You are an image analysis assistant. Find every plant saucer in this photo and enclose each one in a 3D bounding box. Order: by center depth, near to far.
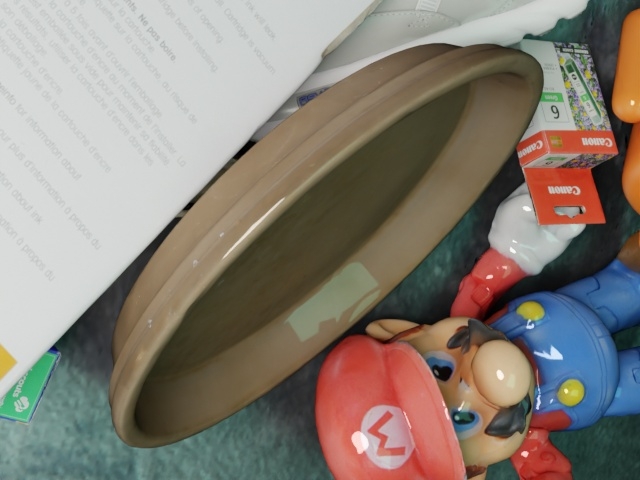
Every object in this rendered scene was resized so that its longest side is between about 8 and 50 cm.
[{"bbox_3d":[0.000,0.000,0.578,0.278,0.041,0.278,-39,165,-12],"label":"plant saucer"}]

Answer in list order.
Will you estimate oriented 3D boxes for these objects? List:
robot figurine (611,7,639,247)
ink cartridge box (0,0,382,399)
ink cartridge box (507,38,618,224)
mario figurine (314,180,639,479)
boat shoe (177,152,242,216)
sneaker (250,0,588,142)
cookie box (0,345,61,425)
[{"bbox_3d":[0.273,-0.081,0.748,0.128,0.158,0.219,63,41,-60],"label":"robot figurine"},{"bbox_3d":[-0.147,-0.133,0.463,0.303,0.072,0.307,52,59,-20],"label":"ink cartridge box"},{"bbox_3d":[0.153,-0.068,0.719,0.063,0.029,0.115,-2,73,-33],"label":"ink cartridge box"},{"bbox_3d":[0.143,0.078,0.700,0.320,0.198,0.170,-15,126,-33],"label":"mario figurine"},{"bbox_3d":[-0.095,-0.032,0.593,0.137,0.043,0.049,1,107,-32],"label":"boat shoe"},{"bbox_3d":[0.063,-0.159,0.617,0.281,0.105,0.115,-32,118,-22],"label":"sneaker"},{"bbox_3d":[-0.187,0.039,0.526,0.107,0.092,0.040,22,95,-36],"label":"cookie box"}]
